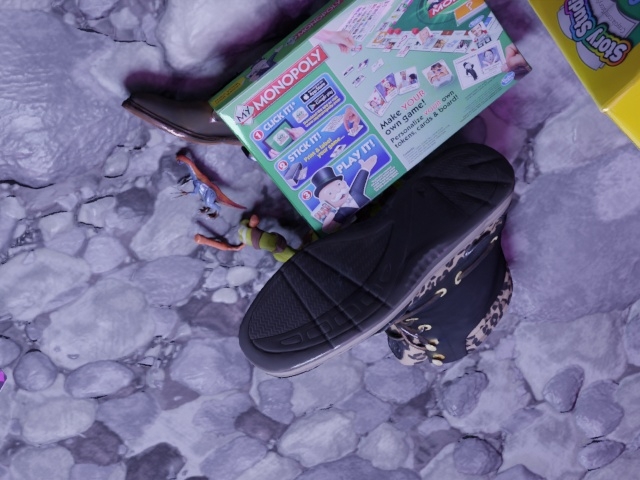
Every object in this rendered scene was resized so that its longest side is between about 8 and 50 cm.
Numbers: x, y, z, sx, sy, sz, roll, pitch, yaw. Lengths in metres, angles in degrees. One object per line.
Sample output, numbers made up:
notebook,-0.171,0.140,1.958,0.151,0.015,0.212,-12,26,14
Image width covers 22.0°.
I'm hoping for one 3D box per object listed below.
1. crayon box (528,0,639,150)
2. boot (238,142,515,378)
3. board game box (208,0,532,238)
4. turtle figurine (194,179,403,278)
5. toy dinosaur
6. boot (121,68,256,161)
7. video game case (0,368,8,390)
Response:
crayon box,0.374,-0.303,1.710,0.313,0.363,0.106,-43,125,17
boot,0.088,0.075,1.979,0.377,0.138,0.284,-41,152,-12
board game box,0.060,-0.177,1.869,0.317,0.046,0.213,-39,118,0
turtle figurine,0.000,0.000,2.012,0.269,0.087,0.217,26,114,-26
toy dinosaur,-0.141,-0.068,1.958,0.090,0.047,0.082,-15,118,-16
boot,-0.114,-0.162,1.888,0.219,0.082,0.106,15,102,-24
video game case,-0.506,0.097,1.916,0.210,0.042,0.232,-1,136,33
